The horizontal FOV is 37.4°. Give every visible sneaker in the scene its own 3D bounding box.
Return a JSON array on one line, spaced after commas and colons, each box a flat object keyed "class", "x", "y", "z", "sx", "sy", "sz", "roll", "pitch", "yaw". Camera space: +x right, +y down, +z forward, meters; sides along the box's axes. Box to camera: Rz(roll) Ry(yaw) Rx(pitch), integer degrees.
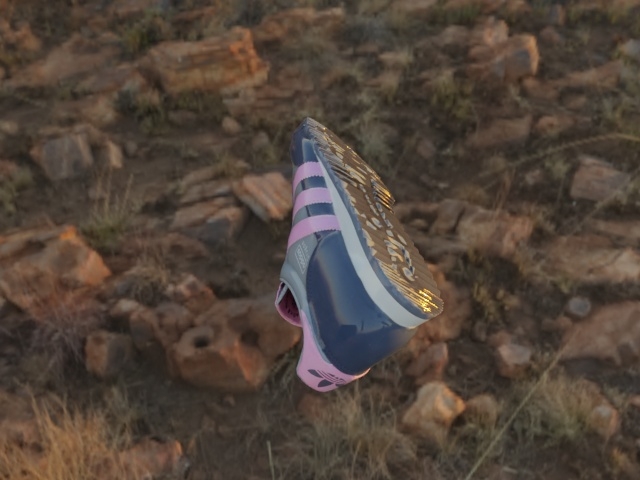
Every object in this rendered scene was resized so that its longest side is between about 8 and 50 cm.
[{"class": "sneaker", "x": 0.000, "y": 0.000, "z": 0.841, "sx": 0.112, "sy": 0.131, "sz": 0.319, "roll": 35, "pitch": 19, "yaw": -25}]
